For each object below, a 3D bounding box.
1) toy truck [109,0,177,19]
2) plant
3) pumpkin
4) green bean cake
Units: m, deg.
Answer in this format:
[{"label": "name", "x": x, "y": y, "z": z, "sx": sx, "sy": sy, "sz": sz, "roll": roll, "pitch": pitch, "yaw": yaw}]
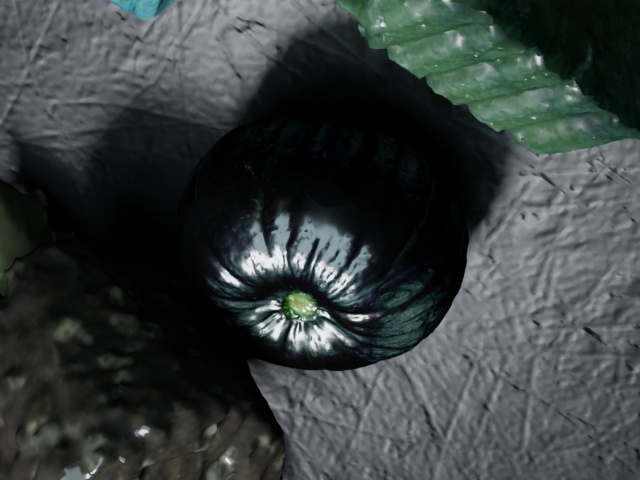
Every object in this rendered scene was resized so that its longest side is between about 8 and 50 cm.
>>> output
[{"label": "toy truck", "x": -0.076, "y": -0.271, "z": 0.982, "sx": 0.155, "sy": 0.156, "sz": 0.279, "roll": 31, "pitch": 128, "yaw": -3}, {"label": "plant", "x": -0.182, "y": 0.099, "z": 1.226, "sx": 0.213, "sy": 0.312, "sz": 0.215, "roll": 26, "pitch": 104, "yaw": -49}, {"label": "pumpkin", "x": 0.000, "y": 0.000, "z": 1.145, "sx": 0.202, "sy": 0.140, "sz": 0.202, "roll": 10, "pitch": 139, "yaw": 8}, {"label": "green bean cake", "x": 0.120, "y": -0.166, "z": 1.001, "sx": 0.208, "sy": 0.193, "sz": 0.107, "roll": 31, "pitch": 150, "yaw": -31}]
